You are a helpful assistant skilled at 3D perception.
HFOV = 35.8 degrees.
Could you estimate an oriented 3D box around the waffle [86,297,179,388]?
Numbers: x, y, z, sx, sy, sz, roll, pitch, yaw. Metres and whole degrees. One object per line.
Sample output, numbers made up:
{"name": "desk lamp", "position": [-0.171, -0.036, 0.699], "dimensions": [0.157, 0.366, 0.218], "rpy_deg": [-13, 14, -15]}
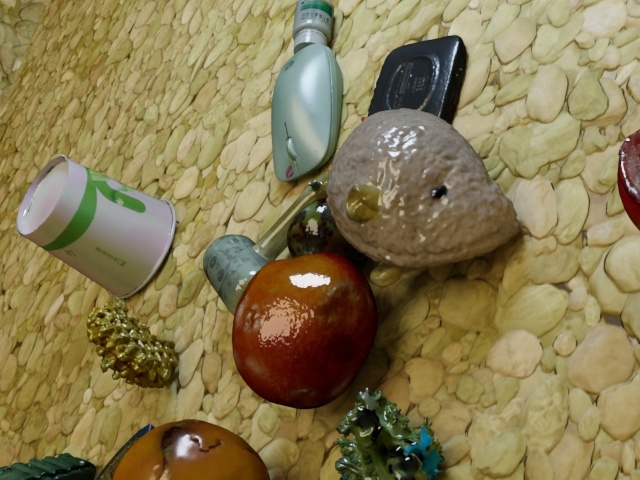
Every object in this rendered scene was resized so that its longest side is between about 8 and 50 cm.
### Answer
{"name": "waffle", "position": [-0.351, 0.192, 1.857], "dimensions": [0.070, 0.193, 0.197], "rpy_deg": [-44, 38, 14]}

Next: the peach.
{"name": "peach", "position": [-0.017, 0.136, 1.476], "dimensions": [0.243, 0.199, 0.244], "rpy_deg": [-21, 50, 28]}

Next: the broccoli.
{"name": "broccoli", "position": [0.081, 0.272, 1.289], "dimensions": [0.154, 0.160, 0.167], "rpy_deg": [7, 57, 25]}

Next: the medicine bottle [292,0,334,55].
{"name": "medicine bottle", "position": [-0.016, -0.428, 2.005], "dimensions": [0.080, 0.080, 0.130], "rpy_deg": [-25, 46, 39]}

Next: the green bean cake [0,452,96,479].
{"name": "green bean cake", "position": [-0.537, 0.524, 1.896], "dimensions": [0.107, 0.193, 0.209], "rpy_deg": [9, 95, 33]}

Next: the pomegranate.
{"name": "pomegranate", "position": [0.030, -0.017, 1.601], "dimensions": [0.169, 0.148, 0.148], "rpy_deg": [-47, 31, -16]}

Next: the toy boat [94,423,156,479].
{"name": "toy boat", "position": [-0.364, 0.426, 1.828], "dimensions": [0.229, 0.046, 0.080], "rpy_deg": [-50, 34, 12]}

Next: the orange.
{"name": "orange", "position": [-0.191, 0.389, 1.463], "dimensions": [0.246, 0.246, 0.246], "rpy_deg": [-31, 43, 34]}

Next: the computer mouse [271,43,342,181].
{"name": "computer mouse", "position": [-0.039, -0.253, 1.889], "dimensions": [0.159, 0.097, 0.289], "rpy_deg": [-21, 48, 39]}

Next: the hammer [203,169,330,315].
{"name": "hammer", "position": [-0.070, -0.007, 1.754], "dimensions": [0.305, 0.113, 0.202], "rpy_deg": [-47, 38, 3]}

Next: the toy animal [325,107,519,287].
{"name": "toy animal", "position": [0.120, -0.081, 1.464], "dimensions": [0.226, 0.188, 0.358], "rpy_deg": [-30, 38, -3]}

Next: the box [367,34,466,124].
{"name": "box", "position": [0.157, -0.254, 1.690], "dimensions": [0.201, 0.042, 0.213], "rpy_deg": [-4, 63, 48]}

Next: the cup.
{"name": "cup", "position": [-0.489, -0.036, 2.132], "dimensions": [0.253, 0.274, 0.253], "rpy_deg": [-31, 43, 34]}

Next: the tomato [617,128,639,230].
{"name": "tomato", "position": [0.443, -0.051, 1.094], "dimensions": [0.233, 0.140, 0.200], "rpy_deg": [-24, 43, -10]}
